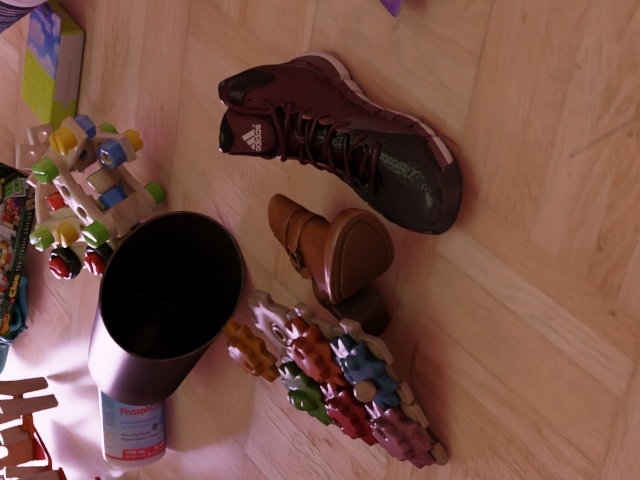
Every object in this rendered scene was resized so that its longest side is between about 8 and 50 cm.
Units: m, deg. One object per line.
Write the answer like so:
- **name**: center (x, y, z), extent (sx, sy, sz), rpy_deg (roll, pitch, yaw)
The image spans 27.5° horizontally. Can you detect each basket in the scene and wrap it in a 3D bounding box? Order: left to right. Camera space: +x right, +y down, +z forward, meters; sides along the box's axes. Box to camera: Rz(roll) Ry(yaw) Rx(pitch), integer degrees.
- **basket**: center (-0.200, 0.100, 1.577), extent (0.154, 0.204, 0.227), rpy_deg (31, 147, -2)

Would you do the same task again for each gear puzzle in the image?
- **gear puzzle**: center (-0.017, 0.136, 1.344), extent (0.339, 0.044, 0.175), rpy_deg (14, 139, 55)

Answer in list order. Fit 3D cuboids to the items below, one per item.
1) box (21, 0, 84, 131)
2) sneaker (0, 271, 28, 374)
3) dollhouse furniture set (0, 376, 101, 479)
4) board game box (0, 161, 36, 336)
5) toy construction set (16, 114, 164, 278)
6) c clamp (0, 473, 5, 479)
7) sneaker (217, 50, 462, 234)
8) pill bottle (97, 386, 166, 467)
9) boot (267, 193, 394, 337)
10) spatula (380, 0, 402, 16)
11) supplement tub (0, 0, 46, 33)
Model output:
- **box**: center (-0.380, -0.257, 1.853), extent (0.109, 0.042, 0.178), rpy_deg (47, 134, 40)
- **sneaker**: center (-0.541, 0.136, 2.166), extent (0.110, 0.107, 0.275), rpy_deg (43, 133, 31)
- **dollhouse furniture set**: center (-0.433, 0.374, 2.075), extent (0.259, 0.135, 0.262), rpy_deg (-145, 52, -62)
- **board game box**: center (-0.519, 0.008, 2.062), extent (0.136, 0.030, 0.259), rpy_deg (21, 103, 33)
- **toy construction set**: center (-0.323, -0.064, 1.722), extent (0.215, 0.151, 0.328), rpy_deg (61, 160, -17)
- **c clamp**: center (-0.569, 0.504, 2.386), extent (0.137, 0.022, 0.160), rpy_deg (8, 104, 51)
- **sneaker**: center (-0.006, -0.082, 1.218), extent (0.281, 0.162, 0.106), rpy_deg (43, 132, 44)
- **pill bottle**: center (-0.254, 0.215, 1.755), extent (0.087, 0.087, 0.160), rpy_deg (19, 115, 54)
- **boot**: center (0.000, 0.000, 1.267), extent (0.152, 0.073, 0.197), rpy_deg (50, 160, 31)
- **spatula**: center (0.009, -0.305, 1.255), extent (0.296, 0.030, 0.084), rpy_deg (43, 131, 44)
- **supplement tub**: center (-0.461, -0.373, 1.752), extent (0.272, 0.191, 0.191), rpy_deg (-24, 78, 35)
